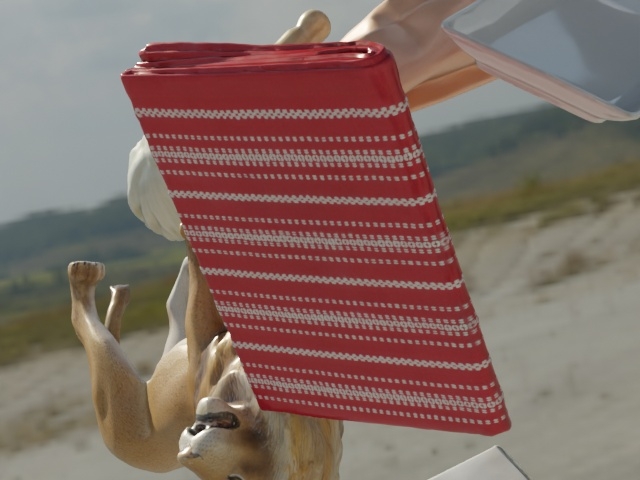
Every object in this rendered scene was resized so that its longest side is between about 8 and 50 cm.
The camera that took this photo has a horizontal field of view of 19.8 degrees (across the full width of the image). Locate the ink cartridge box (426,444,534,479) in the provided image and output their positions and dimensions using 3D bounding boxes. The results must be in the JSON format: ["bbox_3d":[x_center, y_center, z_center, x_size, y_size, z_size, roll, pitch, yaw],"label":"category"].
[{"bbox_3d":[0.126,0.314,1.692,0.160,0.219,0.092,-23,45,-20],"label":"ink cartridge box"}]

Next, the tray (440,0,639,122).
[{"bbox_3d":[0.192,-0.142,1.292,0.145,0.030,0.270,27,29,16],"label":"tray"}]

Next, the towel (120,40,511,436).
[{"bbox_3d":[0.000,0.000,1.130,0.198,0.275,0.031,3,36,36],"label":"towel"}]

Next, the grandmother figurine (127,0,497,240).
[{"bbox_3d":[0.003,-0.105,1.414,0.342,0.104,0.208,-29,25,4],"label":"grandmother figurine"}]

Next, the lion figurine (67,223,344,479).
[{"bbox_3d":[-0.094,0.117,1.427,0.142,0.240,0.392,1,-9,-22],"label":"lion figurine"}]
